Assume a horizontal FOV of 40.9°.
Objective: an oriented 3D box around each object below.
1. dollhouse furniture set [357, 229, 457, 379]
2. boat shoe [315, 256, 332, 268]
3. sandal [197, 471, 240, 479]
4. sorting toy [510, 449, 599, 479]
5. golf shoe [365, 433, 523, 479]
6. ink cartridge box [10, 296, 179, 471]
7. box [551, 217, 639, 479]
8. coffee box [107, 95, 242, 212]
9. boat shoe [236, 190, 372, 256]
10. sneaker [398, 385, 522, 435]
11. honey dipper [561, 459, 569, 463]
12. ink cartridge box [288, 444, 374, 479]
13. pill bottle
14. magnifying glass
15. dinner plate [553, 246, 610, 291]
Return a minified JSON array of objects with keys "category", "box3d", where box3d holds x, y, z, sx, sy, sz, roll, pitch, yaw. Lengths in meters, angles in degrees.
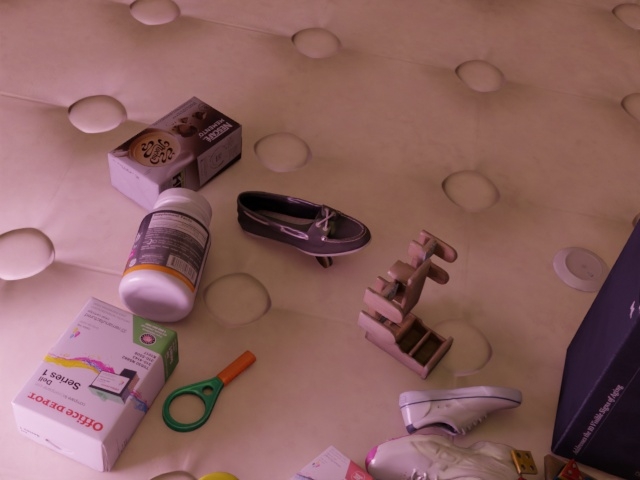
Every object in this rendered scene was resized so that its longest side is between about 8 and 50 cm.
[{"category":"dollhouse furniture set","box3d":[0.202,0.148,1.786,0.161,0.242,0.212,33,53,19]},{"category":"boat shoe","box3d":[0.000,0.000,2.012,0.049,0.056,0.152,-17,53,-15]},{"category":"sandal","box3d":[-0.119,0.551,1.455,0.126,0.138,0.317,-19,56,-22]},{"category":"sorting toy","box3d":[0.482,0.473,1.614,0.274,0.046,0.132,29,39,-12]},{"category":"golf shoe","box3d":[0.238,0.443,1.603,0.306,0.115,0.140,4,34,-4]},{"category":"ink cartridge box","box3d":[-0.429,0.274,1.663,0.201,0.117,0.278,21,50,10]},{"category":"box","box3d":[0.749,0.252,1.619,0.471,0.480,0.297,17,47,6]},{"category":"coffee box","box3d":[-0.349,-0.208,2.100,0.168,0.119,0.297,33,52,21]},{"category":"boat shoe","box3d":[-0.048,-0.043,1.957,0.335,0.096,0.112,10,50,25]},{"category":"sneaker","box3d":[0.286,0.349,1.738,0.258,0.094,0.091,-3,70,-7]},{"category":"honey dipper","box3d":[0.480,0.496,1.663,0.030,0.030,0.161,10,47,0]},{"category":"ink cartridge box","box3d":[-0.008,0.479,1.563,0.198,0.067,0.115,-33,45,-31]},{"category":"pill bottle","box3d":[-0.327,0.027,1.870,0.162,0.162,0.278,9,48,-1]},{"category":"magnifying glass","box3d":[-0.221,0.300,1.735,0.092,0.026,0.231,37,53,23]},{"category":"dinner plate","box3d":[0.634,0.065,2.077,0.141,0.017,0.141,4,50,-5]}]
